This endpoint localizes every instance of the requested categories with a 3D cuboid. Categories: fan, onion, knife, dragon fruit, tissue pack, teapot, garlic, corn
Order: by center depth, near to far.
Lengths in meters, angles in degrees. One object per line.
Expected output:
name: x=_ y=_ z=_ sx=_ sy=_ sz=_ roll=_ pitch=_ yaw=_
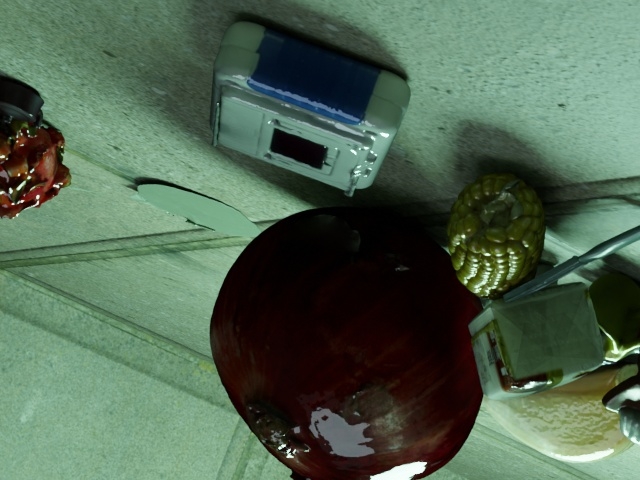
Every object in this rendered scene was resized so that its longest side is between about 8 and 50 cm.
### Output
knife: x=0.257 y=0.017 z=1.823 sx=0.028 sy=0.015 sz=0.210 roll=-21 pitch=173 yaw=-46
corn: x=0.176 y=0.005 z=1.900 sx=0.101 sy=0.101 sz=0.310 roll=20 pitch=168 yaw=7
tissue pack: x=0.223 y=0.107 z=1.959 sx=0.106 sy=0.099 sz=0.149 roll=-12 pitch=171 yaw=-6
onion: x=0.039 y=0.111 z=2.148 sx=0.341 sy=0.341 sz=0.341 roll=20 pitch=168 yaw=4
teapot: x=-0.368 y=-0.162 z=2.230 sx=0.068 sy=0.045 sz=0.100 roll=5 pitch=161 yaw=48
dragon fruit: x=-0.389 y=-0.103 z=2.335 sx=0.133 sy=0.150 sz=0.208 roll=-10 pitch=165 yaw=4
garlic: x=0.317 y=0.201 z=2.425 sx=0.245 sy=0.145 sz=0.164 roll=4 pitch=146 yaw=26
fan: x=-0.221 y=-0.053 z=2.542 sx=0.310 sy=0.010 sz=0.182 roll=11 pitch=164 yaw=30

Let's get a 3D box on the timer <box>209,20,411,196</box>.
timer: x=-0.018 y=-0.115 z=1.759 sx=0.178 sy=0.078 sz=0.253 roll=20 pitch=168 yaw=1

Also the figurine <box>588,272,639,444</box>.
figurine: x=0.376 y=0.147 z=1.996 sx=0.283 sy=0.205 sz=0.338 roll=-2 pitch=-158 yaw=-44

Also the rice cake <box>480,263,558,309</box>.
rice cake: x=0.210 y=0.083 z=2.262 sx=0.070 sy=0.064 sz=0.399 roll=0 pitch=170 yaw=-8
